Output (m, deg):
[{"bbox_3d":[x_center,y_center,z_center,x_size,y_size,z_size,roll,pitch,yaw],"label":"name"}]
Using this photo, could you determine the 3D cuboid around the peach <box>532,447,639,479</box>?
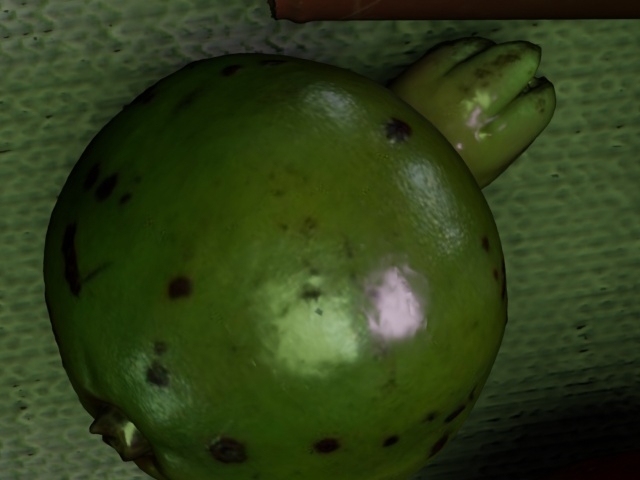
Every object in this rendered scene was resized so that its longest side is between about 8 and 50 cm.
[{"bbox_3d":[0.166,0.278,0.545,0.388,0.388,0.388,-1,110,-2],"label":"peach"}]

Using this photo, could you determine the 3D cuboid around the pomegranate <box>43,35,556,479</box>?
[{"bbox_3d":[0.000,0.000,0.536,0.248,0.202,0.202,-41,110,-21],"label":"pomegranate"}]

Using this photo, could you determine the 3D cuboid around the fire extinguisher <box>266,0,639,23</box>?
[{"bbox_3d":[0.145,-0.161,0.512,0.337,0.106,0.147,-2,112,-3],"label":"fire extinguisher"}]
